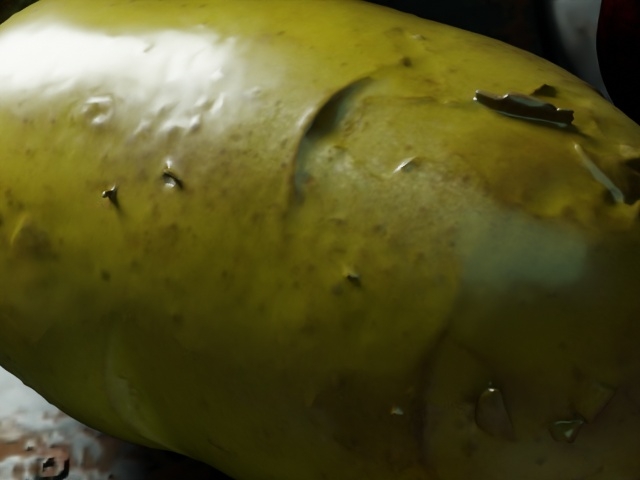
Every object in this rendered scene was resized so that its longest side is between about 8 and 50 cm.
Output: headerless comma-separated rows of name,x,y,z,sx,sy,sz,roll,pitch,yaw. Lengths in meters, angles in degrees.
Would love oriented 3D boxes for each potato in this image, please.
potato,0.000,0.000,0.596,0.300,0.140,0.173,17,63,30

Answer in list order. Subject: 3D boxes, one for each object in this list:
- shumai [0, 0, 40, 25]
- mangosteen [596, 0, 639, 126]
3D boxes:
shumai,-0.098,-0.189,0.726,0.189,0.218,0.256,36,65,22
mangosteen,0.169,-0.078,0.650,0.140,0.140,0.140,-5,50,6
